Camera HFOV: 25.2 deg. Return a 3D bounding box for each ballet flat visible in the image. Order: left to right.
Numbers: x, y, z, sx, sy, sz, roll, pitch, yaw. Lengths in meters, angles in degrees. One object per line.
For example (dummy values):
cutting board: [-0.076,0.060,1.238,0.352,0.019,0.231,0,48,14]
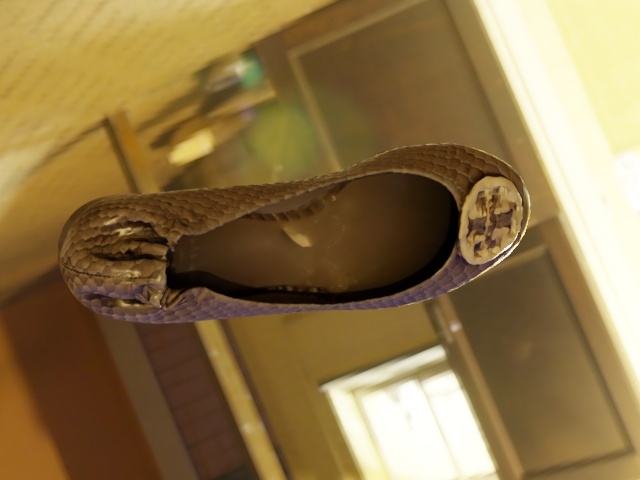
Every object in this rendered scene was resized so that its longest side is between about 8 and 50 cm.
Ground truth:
ballet flat: [0.000,0.000,0.684,0.250,0.084,0.058,-5,-168,-26]
